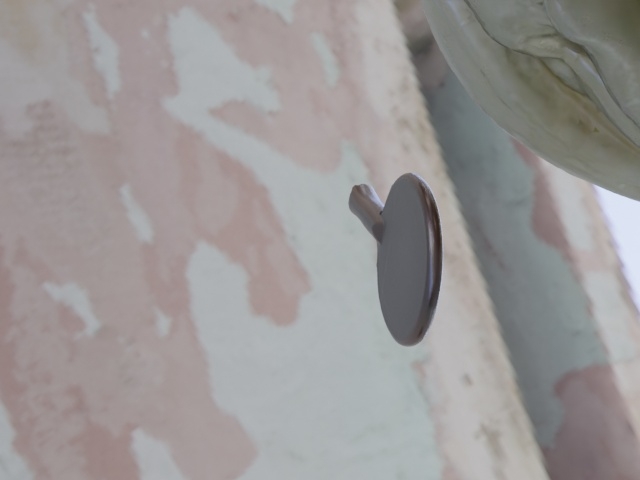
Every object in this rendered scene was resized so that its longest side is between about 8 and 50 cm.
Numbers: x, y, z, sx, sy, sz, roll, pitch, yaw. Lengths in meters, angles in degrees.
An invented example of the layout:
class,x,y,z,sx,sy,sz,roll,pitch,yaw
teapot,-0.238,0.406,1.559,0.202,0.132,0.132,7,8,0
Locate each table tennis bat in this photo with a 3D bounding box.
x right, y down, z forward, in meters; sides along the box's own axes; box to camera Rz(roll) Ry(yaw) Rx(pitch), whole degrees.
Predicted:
class,x,y,z,sx,sy,sz,roll,pitch,yaw
table tennis bat,0.000,0.000,1.055,0.119,0.107,0.170,2,-160,-15

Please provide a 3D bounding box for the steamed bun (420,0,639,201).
class,x,y,z,sx,sy,sz,roll,pitch,yaw
steamed bun,0.192,-0.145,0.845,0.219,0.324,0.310,-66,-37,-48
